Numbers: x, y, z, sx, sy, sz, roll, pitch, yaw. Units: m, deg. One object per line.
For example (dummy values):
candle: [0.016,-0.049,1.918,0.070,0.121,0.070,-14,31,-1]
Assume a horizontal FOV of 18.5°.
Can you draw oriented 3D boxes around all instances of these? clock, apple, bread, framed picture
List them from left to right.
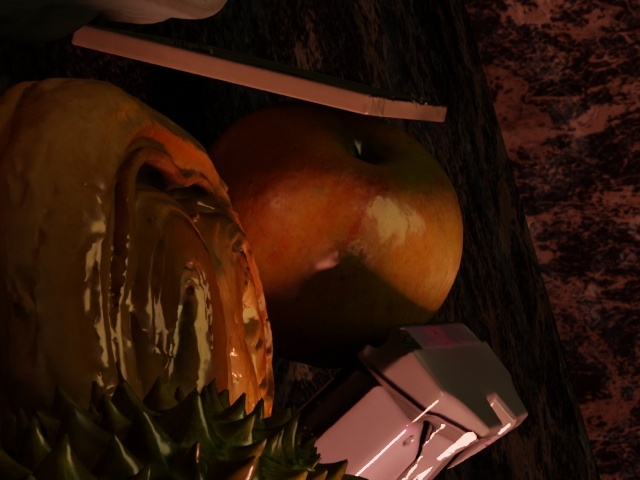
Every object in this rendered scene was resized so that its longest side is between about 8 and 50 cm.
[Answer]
bread: [-0.101,0.027,0.917,0.236,0.120,0.198,35,45,-71]
framed picture: [-0.028,-0.103,1.223,0.250,0.184,0.016,-14,118,-77]
apple: [0.000,0.000,1.232,0.155,0.182,0.182,-61,-175,26]
clock: [0.028,0.139,1.205,0.083,0.186,0.253,49,10,11]

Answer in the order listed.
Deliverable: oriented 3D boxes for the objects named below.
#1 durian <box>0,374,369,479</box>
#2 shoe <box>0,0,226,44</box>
durian: [-0.056,0.189,0.740,0.291,0.224,0.291,22,61,-47]
shoe: [-0.147,-0.147,0.951,0.251,0.100,0.103,3,75,-51]
